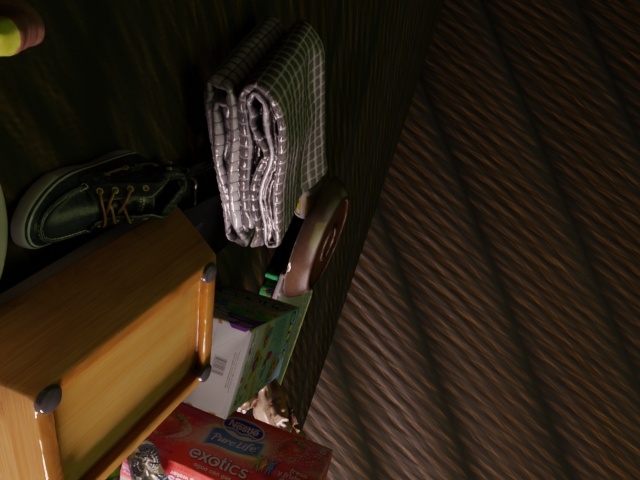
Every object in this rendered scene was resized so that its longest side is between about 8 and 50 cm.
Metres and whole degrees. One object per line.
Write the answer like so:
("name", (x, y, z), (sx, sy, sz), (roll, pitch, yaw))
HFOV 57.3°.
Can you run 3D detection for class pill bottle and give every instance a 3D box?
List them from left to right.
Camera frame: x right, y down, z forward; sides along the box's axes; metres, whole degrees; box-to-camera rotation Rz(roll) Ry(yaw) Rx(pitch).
("pill bottle", (-0.029, -0.110, 1.347), (0.116, 0.065, 0.065), (96, 17, -47))

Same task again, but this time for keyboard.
("keyboard", (-0.188, -0.034, 0.819), (0.317, 0.033, 0.201), (-48, 155, -66))

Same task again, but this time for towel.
("towel", (-0.068, -0.153, 0.866), (0.235, 0.121, 0.283), (-71, 166, -47))

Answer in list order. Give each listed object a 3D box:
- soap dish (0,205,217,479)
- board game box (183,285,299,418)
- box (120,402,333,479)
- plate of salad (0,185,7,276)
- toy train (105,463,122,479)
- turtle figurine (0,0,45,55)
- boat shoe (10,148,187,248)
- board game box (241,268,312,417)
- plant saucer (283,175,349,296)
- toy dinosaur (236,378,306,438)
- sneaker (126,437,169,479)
("soap dish", (-0.223, 0.123, 0.599), (0.291, 0.118, 0.228), (-43, 151, -51))
("board game box", (-0.154, 0.174, 1.001), (0.275, 0.142, 0.144), (-1, 108, -77))
("box", (-0.150, 0.375, 0.928), (0.142, 0.300, 0.154), (-50, 155, -60))
("plate of salad", (-0.287, 0.005, 0.378), (0.200, 0.048, 0.199), (7, 90, -76))
("toy train", (-0.293, 0.352, 0.787), (0.248, 0.105, 0.143), (73, 19, -78))
("turtle figurine", (-0.223, -0.125, 0.298), (0.217, 0.087, 0.269), (-80, 168, -49))
("boat shoe", (-0.208, -0.040, 0.578), (0.183, 0.083, 0.065), (-54, 159, -56))
("board game box", (-0.133, 0.279, 1.481), (0.390, 0.050, 0.389), (55, 53, -75))
("plant saucer", (0.000, 0.000, 1.391), (0.310, 0.050, 0.310), (23, 90, -80))
("toy dinosaur", (-0.113, 0.378, 1.329), (0.200, 0.127, 0.295), (-70, 157, -68))
("sneaker", (-0.249, 0.319, 0.833), (0.052, 0.058, 0.135), (-14, 129, -28))
